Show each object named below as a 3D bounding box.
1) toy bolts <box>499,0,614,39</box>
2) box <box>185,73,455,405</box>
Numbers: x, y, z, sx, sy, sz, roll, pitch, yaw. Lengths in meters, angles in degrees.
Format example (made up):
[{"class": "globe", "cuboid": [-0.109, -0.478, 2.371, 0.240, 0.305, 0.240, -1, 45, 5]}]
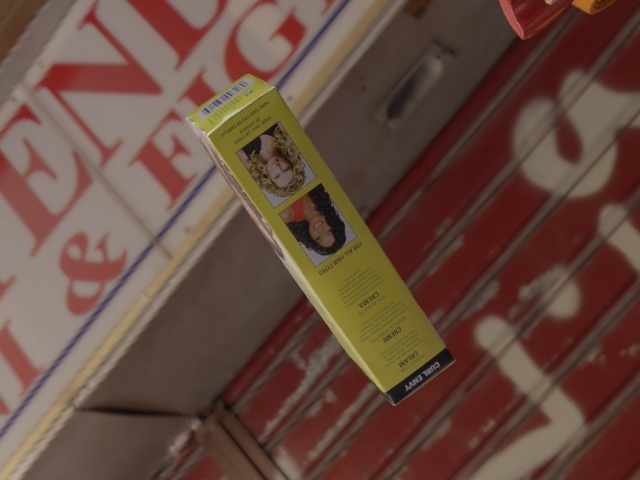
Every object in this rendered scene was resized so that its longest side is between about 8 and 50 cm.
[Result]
[{"class": "toy bolts", "cuboid": [0.203, -0.296, 1.048, 0.228, 0.158, 0.218, -37, -14, -16]}, {"class": "box", "cuboid": [0.000, 0.000, 0.796, 0.058, 0.087, 0.232, -37, -71, -5]}]
